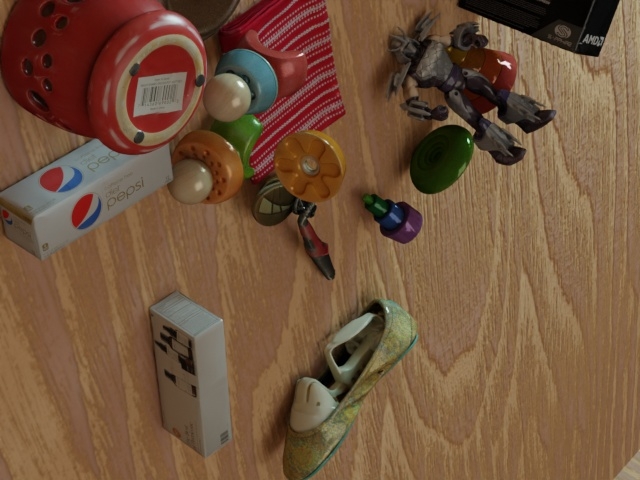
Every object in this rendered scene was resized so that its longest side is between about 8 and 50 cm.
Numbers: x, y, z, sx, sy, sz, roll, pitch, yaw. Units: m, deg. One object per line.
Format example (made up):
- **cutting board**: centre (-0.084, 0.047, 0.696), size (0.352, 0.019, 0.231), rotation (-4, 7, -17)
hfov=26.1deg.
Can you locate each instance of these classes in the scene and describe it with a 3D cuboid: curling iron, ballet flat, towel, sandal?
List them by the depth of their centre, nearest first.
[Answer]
- **towel**: centre (-0.048, -0.230, 1.930), size (0.199, 0.031, 0.275), rotation (-40, 142, -28)
- **sandal**: centre (-0.059, -0.070, 2.024), size (0.180, 0.049, 0.072), rotation (-33, 145, -58)
- **curling iron**: centre (0.000, 0.000, 2.118), size (0.068, 0.035, 0.274), rotation (-59, 158, -20)
- **ballet flat**: centre (0.027, 0.239, 2.320), size (0.348, 0.123, 0.123), rotation (-50, 145, -15)

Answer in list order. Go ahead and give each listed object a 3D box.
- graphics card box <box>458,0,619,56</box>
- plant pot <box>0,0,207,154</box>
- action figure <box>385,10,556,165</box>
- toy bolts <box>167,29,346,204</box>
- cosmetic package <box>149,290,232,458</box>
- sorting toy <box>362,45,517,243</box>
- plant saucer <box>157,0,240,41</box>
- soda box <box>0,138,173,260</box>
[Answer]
- **graphics card box**: centre (0.382, -0.493, 2.129), size (0.094, 0.233, 0.371), rotation (-1, 114, -54)
- **plant pot**: centre (-0.237, -0.203, 1.570), size (0.191, 0.174, 0.191), rotation (-32, 135, -39)
- **action figure**: centre (0.217, -0.239, 2.132), size (0.285, 0.099, 0.185), rotation (34, 83, -18)
- **toy bolts**: centre (-0.085, -0.131, 1.767), size (0.158, 0.218, 0.228), rotation (-46, 152, -52)
- **cosmetic package**: centre (-0.187, 0.197, 1.998), size (0.060, 0.099, 0.239), rotation (-32, 136, -33)
- **sorting toy**: centre (0.174, -0.178, 2.223), size (0.126, 0.127, 0.365), rotation (35, 82, -33)
- **plant saucer**: centre (-0.152, -0.325, 1.715), size (0.198, 0.036, 0.198), rotation (-32, 136, -37)
- **soda box**: centre (-0.285, -0.065, 1.692), size (0.216, 0.074, 0.069), rotation (-36, 140, -33)
